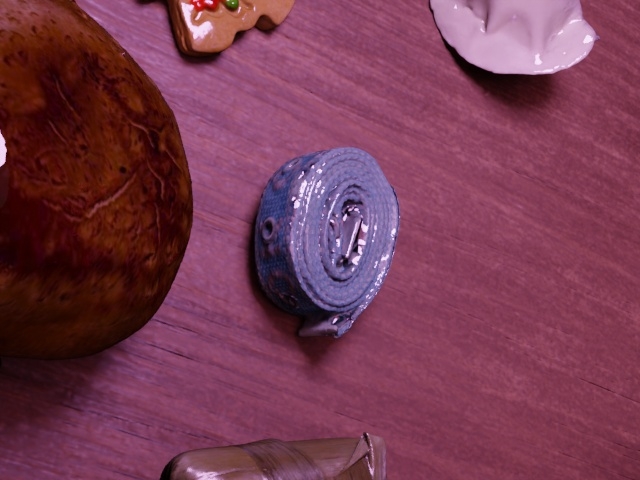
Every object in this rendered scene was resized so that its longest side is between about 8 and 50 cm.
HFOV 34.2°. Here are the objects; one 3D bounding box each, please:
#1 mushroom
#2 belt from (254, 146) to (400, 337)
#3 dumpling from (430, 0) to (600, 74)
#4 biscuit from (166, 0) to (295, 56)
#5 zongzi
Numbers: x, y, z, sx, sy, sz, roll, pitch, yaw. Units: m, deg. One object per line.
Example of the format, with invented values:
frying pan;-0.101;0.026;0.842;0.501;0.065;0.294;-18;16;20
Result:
mushroom;-0.240;-0.062;0.813;0.239;0.345;0.345;-7;78;12
belt;0.003;-0.008;1.018;0.148;0.082;0.163;53;56;-19
dumpling;0.207;-0.288;1.191;0.166;0.126;0.216;-26;100;-5
biscuit;-0.126;-0.303;1.047;0.238;0.041;0.212;38;64;-16
zongzi;-0.038;0.294;0.902;0.221;0.112;0.242;3;77;-30
